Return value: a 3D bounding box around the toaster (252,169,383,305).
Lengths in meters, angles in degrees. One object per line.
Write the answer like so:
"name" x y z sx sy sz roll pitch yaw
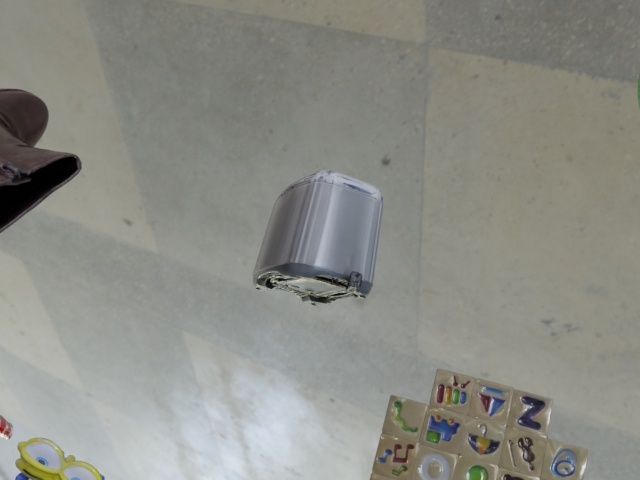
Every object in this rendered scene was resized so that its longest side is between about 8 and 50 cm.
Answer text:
"toaster" 0.000 0.000 0.899 0.129 0.146 0.227 17 165 -20

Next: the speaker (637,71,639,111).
"speaker" 0.398 -0.132 0.493 0.131 0.131 0.296 56 157 -18

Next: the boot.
"boot" -0.289 -0.070 0.614 0.207 0.248 0.090 7 125 27

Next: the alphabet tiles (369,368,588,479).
"alphabet tiles" 0.208 0.364 0.937 0.285 0.342 0.011 13 160 13

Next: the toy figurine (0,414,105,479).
"toy figurine" -0.229 0.282 0.516 0.363 0.217 0.191 33 153 -2
